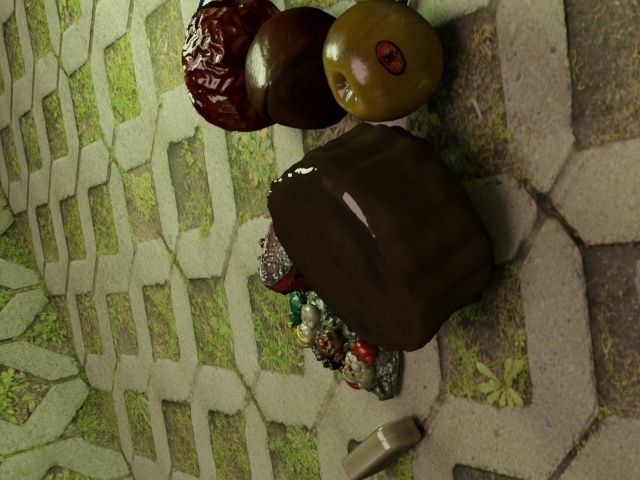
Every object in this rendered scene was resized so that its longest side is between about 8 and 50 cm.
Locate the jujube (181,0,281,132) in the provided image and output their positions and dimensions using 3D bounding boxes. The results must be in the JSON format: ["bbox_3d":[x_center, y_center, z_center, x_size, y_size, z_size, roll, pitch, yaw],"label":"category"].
[{"bbox_3d":[-0.148,-0.309,1.661,0.213,0.213,0.232,31,137,51],"label":"jujube"}]

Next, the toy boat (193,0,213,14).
[{"bbox_3d":[-0.204,-0.392,1.849,0.061,0.096,0.299,51,144,23],"label":"toy boat"}]

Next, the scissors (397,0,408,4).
[{"bbox_3d":[0.066,-0.406,1.454,0.204,0.027,0.101,20,115,53],"label":"scissors"}]

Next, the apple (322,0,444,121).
[{"bbox_3d":[0.085,-0.254,1.336,0.182,0.155,0.182,42,164,15],"label":"apple"}]

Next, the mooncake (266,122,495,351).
[{"bbox_3d":[0.089,-0.010,1.351,0.324,0.187,0.324,42,153,28],"label":"mooncake"}]

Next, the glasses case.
[{"bbox_3d":[0.104,0.363,1.624,0.050,0.083,0.196,65,149,22],"label":"glasses case"}]

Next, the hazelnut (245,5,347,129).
[{"bbox_3d":[-0.037,-0.267,1.492,0.208,0.208,0.208,29,125,52],"label":"hazelnut"}]

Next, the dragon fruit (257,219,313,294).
[{"bbox_3d":[0.000,0.003,1.633,0.224,0.148,0.218,5,75,68],"label":"dragon fruit"}]

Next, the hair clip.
[{"bbox_3d":[0.019,0.172,1.686,0.321,0.091,0.138,33,125,48],"label":"hair clip"}]
